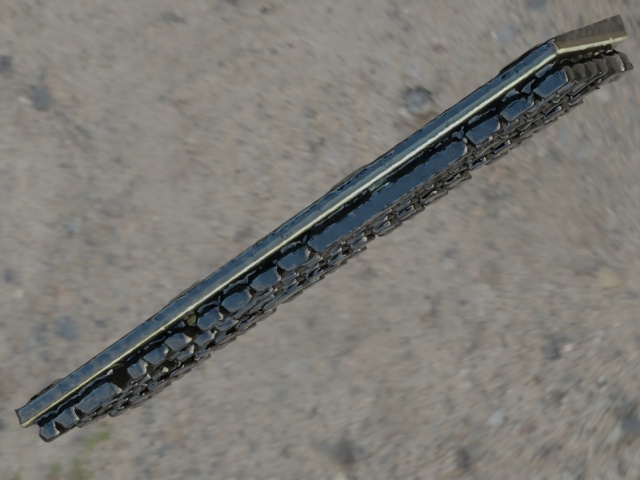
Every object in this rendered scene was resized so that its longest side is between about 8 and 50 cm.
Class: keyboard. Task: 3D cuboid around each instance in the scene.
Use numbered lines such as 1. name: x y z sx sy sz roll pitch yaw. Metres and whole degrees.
1. keyboard: 0.000 0.000 0.846 0.317 0.106 0.027 -35 85 27
